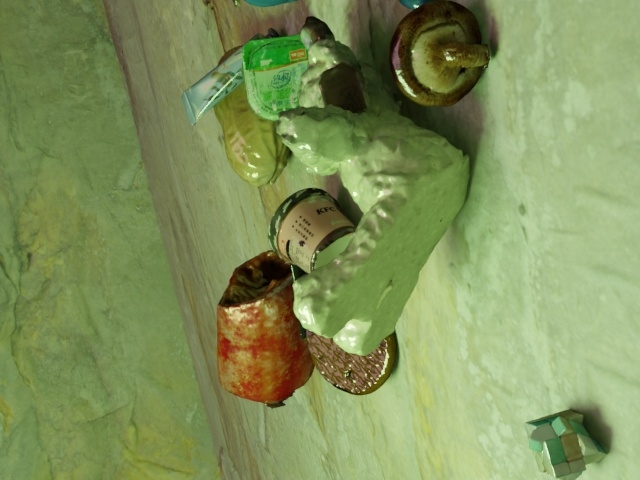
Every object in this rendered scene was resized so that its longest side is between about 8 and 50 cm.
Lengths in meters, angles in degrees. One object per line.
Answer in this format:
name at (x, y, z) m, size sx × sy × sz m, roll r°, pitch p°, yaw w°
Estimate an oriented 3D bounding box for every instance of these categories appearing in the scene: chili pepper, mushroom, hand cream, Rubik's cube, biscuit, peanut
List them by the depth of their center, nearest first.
Rubik's cube at (0.290, 0.245, 0.870) m, size 0.084 × 0.075 × 0.073 m, roll 58°, pitch 172°, yaw 6°
mushroom at (0.141, -0.226, 0.894) m, size 0.087 × 0.127 × 0.127 m, roll -117°, pitch 19°, yaw -71°
biscuit at (0.056, 0.184, 1.371) m, size 0.212 × 0.036 × 0.212 m, roll 7°, pitch 101°, yaw 41°
hand cream at (-0.182, -0.334, 1.493) m, size 0.256 × 0.055 × 0.088 m, roll -34°, pitch 65°, yaw 22°
peanut at (-0.150, -0.267, 1.556) m, size 0.149 × 0.149 × 0.313 m, roll 123°, pitch 134°, yaw -61°
chili pepper at (-0.129, 0.176, 1.613) m, size 0.229 × 0.251 × 0.305 m, roll 29°, pitch 133°, yaw 43°

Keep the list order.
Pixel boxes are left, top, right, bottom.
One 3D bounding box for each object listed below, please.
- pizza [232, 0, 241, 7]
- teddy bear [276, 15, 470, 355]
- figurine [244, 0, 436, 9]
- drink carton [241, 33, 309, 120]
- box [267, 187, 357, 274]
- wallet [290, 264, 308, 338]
pizza at (-0.185, -0.650, 1.481) m, size 0.288 × 0.074 × 0.251 m, roll 61°, pitch 153°, yaw 19°
teddy bear at (0.013, -0.093, 1.045) m, size 0.362 × 0.375 × 0.327 m, roll 34°, pitch 178°, yaw 31°
figurine at (0.067, -0.432, 0.868) m, size 0.416 × 0.243 × 0.298 m, roll -45°, pitch 50°, yaw 42°
drink carton at (-0.080, -0.305, 1.364) m, size 0.142 × 0.146 × 0.144 m, roll -138°, pitch 39°, yaw -67°
box at (0.000, 0.000, 1.341) m, size 0.135 × 0.151 × 0.151 m, roll 43°, pitch 142°, yaw 42°
wallet at (-0.025, 0.066, 1.492) m, size 0.025 × 0.124 × 0.244 m, roll 4°, pitch 112°, yaw 24°
